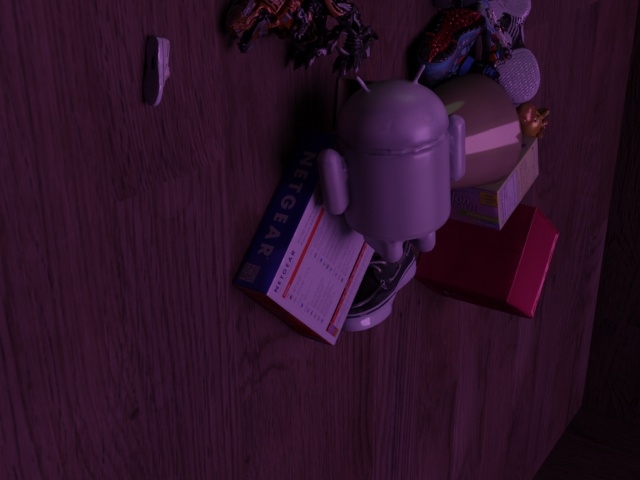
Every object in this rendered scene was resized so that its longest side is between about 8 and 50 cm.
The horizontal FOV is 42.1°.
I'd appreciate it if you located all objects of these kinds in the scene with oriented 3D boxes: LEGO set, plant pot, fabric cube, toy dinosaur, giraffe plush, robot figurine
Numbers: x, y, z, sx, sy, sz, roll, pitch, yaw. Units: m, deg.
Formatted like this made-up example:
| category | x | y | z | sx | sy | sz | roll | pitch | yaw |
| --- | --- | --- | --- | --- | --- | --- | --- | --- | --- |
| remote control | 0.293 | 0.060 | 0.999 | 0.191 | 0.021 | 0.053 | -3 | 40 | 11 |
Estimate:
| category | x | y | z | sx | sy | sz | roll | pitch | yaw |
| --- | --- | --- | --- | --- | --- | --- | --- | --- | --- |
| LEGO set | 0.374 | -0.499 | 1.863 | 0.182 | 0.060 | 0.244 | 9 | 70 | -58 |
| plant pot | 0.248 | -0.213 | 1.810 | 0.274 | 0.256 | 0.256 | -20 | 121 | -32 |
| fabric cube | 0.437 | 0.037 | 2.171 | 0.254 | 0.258 | 0.259 | 31 | 77 | -59 |
| toy dinosaur | -0.003 | -0.395 | 1.372 | 0.322 | 0.164 | 0.218 | -28 | 123 | -3 |
| plant pot | 0.099 | -0.271 | 1.659 | 0.096 | 0.109 | 0.109 | -36 | 133 | -63 |
| giraffe plush | 0.507 | -0.319 | 2.208 | 0.210 | 0.170 | 0.181 | 12 | 92 | -59 |
| robot figurine | 0.134 | -0.139 | 1.513 | 0.300 | 0.200 | 0.353 | -18 | 122 | -22 |

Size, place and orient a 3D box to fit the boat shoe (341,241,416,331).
| category | x | y | z | sx | sy | sz | roll | pitch | yaw |
| --- | --- | --- | --- | --- | --- | --- | --- | --- | --- |
| boat shoe | 0.114 | 0.079 | 1.838 | 0.335 | 0.121 | 0.119 | -47 | 133 | -54 |

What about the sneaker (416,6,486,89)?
| category | x | y | z | sx | sy | sz | roll | pitch | yaw |
| --- | --- | --- | --- | --- | --- | --- | --- | --- | --- |
| sneaker | 0.288 | -0.441 | 1.910 | 0.262 | 0.104 | 0.125 | -46 | 157 | -34 |

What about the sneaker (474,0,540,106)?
| category | x | y | z | sx | sy | sz | roll | pitch | yaw |
| --- | --- | --- | --- | --- | --- | --- | --- | --- | --- |
| sneaker | 0.439 | -0.482 | 2.066 | 0.210 | 0.137 | 0.366 | 103 | -20 | -76 |

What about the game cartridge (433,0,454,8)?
| category | x | y | z | sx | sy | sz | roll | pitch | yaw |
| --- | --- | --- | --- | --- | --- | --- | --- | --- | --- |
| game cartridge | 0.304 | -0.679 | 1.849 | 0.196 | 0.060 | 0.294 | -36 | 132 | -40 |

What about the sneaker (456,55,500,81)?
| category | x | y | z | sx | sy | sz | roll | pitch | yaw |
| --- | --- | --- | --- | --- | --- | --- | --- | --- | --- |
| sneaker | 0.361 | -0.340 | 1.985 | 0.081 | 0.090 | 0.232 | -55 | 167 | -22 |

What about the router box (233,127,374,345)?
| category | x | y | z | sx | sy | sz | roll | pitch | yaw |
| --- | --- | --- | --- | --- | --- | --- | --- | --- | --- |
| router box | 0.000 | 0.000 | 1.631 | 0.301 | 0.082 | 0.335 | 46 | 64 | -55 |

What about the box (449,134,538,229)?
| category | x | y | z | sx | sy | sz | roll | pitch | yaw |
| --- | --- | --- | --- | --- | --- | --- | --- | --- | --- |
| box | 0.393 | -0.160 | 2.056 | 0.243 | 0.213 | 0.117 | -48 | 139 | -37 |

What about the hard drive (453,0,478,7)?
| category | x | y | z | sx | sy | sz | roll | pitch | yaw |
| --- | --- | --- | --- | --- | --- | --- | --- | --- | --- |
| hard drive | 0.329 | -0.596 | 1.854 | 0.094 | 0.022 | 0.135 | -32 | 130 | -47 |

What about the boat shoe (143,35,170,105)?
| category | x | y | z | sx | sy | sz | roll | pitch | yaw |
| --- | --- | --- | --- | --- | --- | --- | --- | --- | --- |
| boat shoe | -0.233 | -0.244 | 1.205 | 0.035 | 0.035 | 0.100 | -8 | 104 | -53 |
